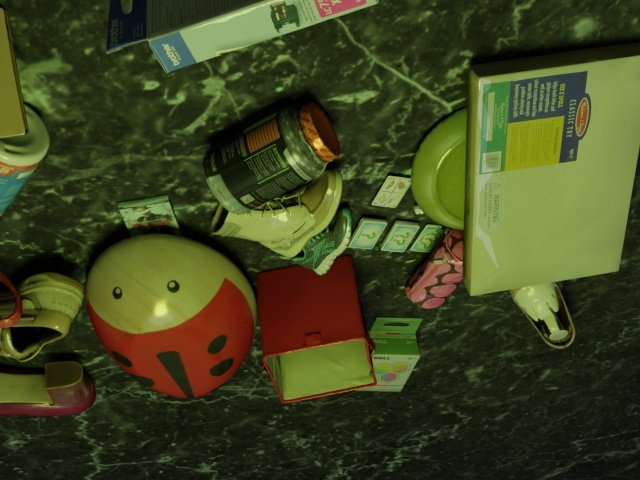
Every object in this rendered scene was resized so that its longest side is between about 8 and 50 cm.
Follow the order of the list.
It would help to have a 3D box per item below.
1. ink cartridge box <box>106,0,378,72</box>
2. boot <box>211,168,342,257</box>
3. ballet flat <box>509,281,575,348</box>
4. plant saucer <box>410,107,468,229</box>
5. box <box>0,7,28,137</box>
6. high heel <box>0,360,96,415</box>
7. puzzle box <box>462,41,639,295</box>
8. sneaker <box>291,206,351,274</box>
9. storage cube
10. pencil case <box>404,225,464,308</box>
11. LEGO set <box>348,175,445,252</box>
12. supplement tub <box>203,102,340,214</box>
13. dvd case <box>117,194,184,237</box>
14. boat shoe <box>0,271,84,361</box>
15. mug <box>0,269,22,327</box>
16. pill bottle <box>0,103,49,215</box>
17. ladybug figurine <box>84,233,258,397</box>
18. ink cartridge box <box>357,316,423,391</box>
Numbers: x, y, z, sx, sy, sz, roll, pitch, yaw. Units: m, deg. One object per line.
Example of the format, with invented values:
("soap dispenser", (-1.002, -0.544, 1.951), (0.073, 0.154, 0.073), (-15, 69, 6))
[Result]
("ink cartridge box", (-0.098, -0.307, 0.986), (0.311, 0.185, 0.065), (-15, 143, 8))
("boot", (-0.074, -0.059, 1.386), (0.165, 0.077, 0.213), (17, 138, -25))
("ballet flat", (0.454, 0.127, 1.687), (0.108, 0.106, 0.316), (-26, 138, 20))
("plant saucer", (0.269, -0.109, 1.366), (0.241, 0.037, 0.240), (-5, 124, -7))
("box", (-0.496, -0.206, 1.086), (0.201, 0.021, 0.164), (-8, 98, 0))
("high heel", (-0.661, 0.325, 1.717), (0.378, 0.127, 0.181), (1, 147, -5))
("puzzle box", (0.368, -0.103, 1.335), (0.272, 0.052, 0.408), (-8, 125, -5))
("sneaker", (0.000, 0.000, 1.485), (0.076, 0.065, 0.166), (14, 135, -20))
("storage cube", (-0.010, 0.169, 1.584), (0.215, 0.193, 0.183), (-11, 141, 4))
("pencil case", (0.226, 0.054, 1.543), (0.098, 0.095, 0.209), (-39, 167, -32))
("LEGO set", (0.178, -0.047, 1.464), (0.183, 0.060, 0.244), (5, 139, -23))
("supplement tub", (-0.073, -0.126, 1.269), (0.191, 0.117, 0.117), (-25, 138, 20))
("dvd case", (-0.289, -0.030, 1.430), (0.087, 0.013, 0.119), (-8, 141, 0))
("boat shoe", (-0.551, 0.156, 1.497), (0.122, 0.110, 0.341), (27, 143, -34))
("mug", (-0.589, 0.099, 1.407), (0.150, 0.169, 0.113), (16, 134, -29))
("pill bottle", (-0.498, -0.099, 1.216), (0.124, 0.124, 0.221), (22, 132, -32))
("ladybug figurine", (-0.267, 0.164, 1.542), (0.305, 0.161, 0.449), (-11, 144, 5))
("ink cartridge box", (0.149, 0.252, 1.818), (0.109, 0.062, 0.209), (4, 139, -14))
